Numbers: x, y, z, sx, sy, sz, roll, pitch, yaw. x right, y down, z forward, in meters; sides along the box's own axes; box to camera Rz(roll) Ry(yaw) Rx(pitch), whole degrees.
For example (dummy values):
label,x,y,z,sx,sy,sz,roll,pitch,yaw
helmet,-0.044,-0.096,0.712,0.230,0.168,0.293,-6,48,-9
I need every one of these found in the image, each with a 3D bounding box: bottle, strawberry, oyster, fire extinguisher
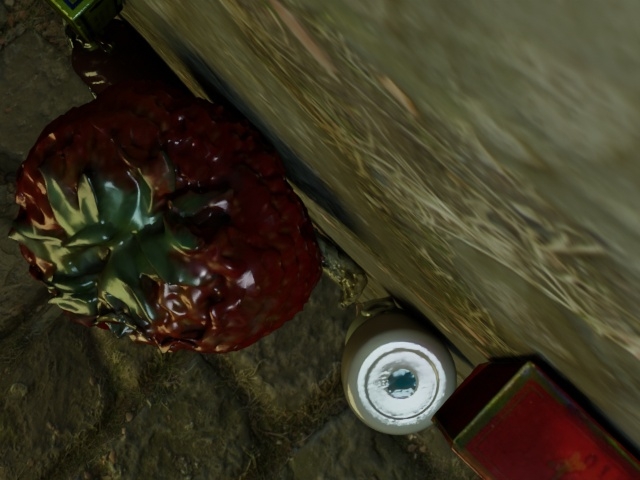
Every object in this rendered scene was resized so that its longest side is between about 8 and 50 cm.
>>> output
label,x,y,z,sx,sy,sz,roll,pitch,yaw
bottle,0.097,0.163,1.145,0.147,0.147,0.236,45,-176,-9
strawberry,-0.141,-0.028,0.887,0.312,0.267,0.351,40,-158,-4
oyster,-0.004,0.001,1.273,0.200,0.061,0.106,48,-166,-13
fire extinguisher,-0.241,-0.200,1.137,0.141,0.105,0.341,25,166,35

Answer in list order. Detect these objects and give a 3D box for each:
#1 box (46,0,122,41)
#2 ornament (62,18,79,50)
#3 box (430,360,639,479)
label,x,y,z,sx,sy,sz,roll,pitch,yaw
box,-0.261,-0.269,0.782,0.141,0.064,0.220,46,179,-14
ornament,-0.366,-0.329,1.274,0.075,0.081,0.156,43,-177,-32
box,0.196,0.196,0.678,0.197,0.089,0.313,43,176,9
